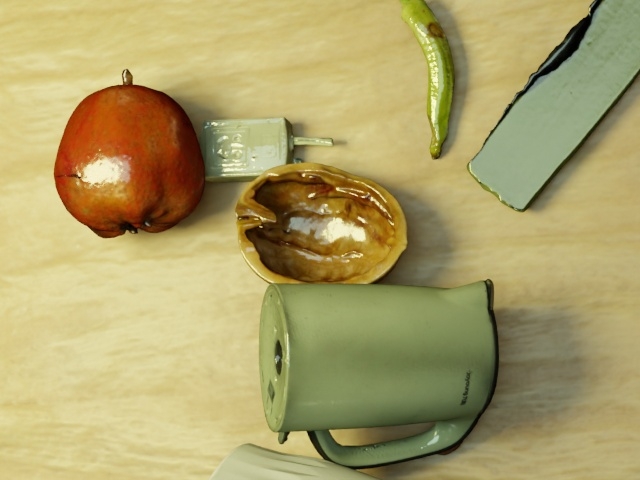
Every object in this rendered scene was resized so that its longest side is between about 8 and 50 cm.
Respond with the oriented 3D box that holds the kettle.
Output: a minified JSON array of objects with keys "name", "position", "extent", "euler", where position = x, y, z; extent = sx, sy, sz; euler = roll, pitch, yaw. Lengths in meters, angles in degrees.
[{"name":"kettle","position":[0.064,0.152,1.705],"extent":[0.255,0.165,0.240],"euler":[-1,116,-15]}]

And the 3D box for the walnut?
[{"name":"walnut","position":[0.002,0.001,1.793],"extent":[0.211,0.087,0.167],"euler":[15,65,12]}]

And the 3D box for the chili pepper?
[{"name":"chili pepper","position":[0.136,-0.204,1.819],"extent":[0.049,0.043,0.208],"euler":[-11,80,-2]}]

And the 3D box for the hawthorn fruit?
[{"name":"hawthorn fruit","position":[-0.228,-0.107,1.816],"extent":[0.185,0.185,0.202],"euler":[-2,80,12]}]

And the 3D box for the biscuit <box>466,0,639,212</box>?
[{"name":"biscuit","position":[0.301,-0.180,1.781],"extent":[0.099,0.038,0.322],"euler":[39,91,11]}]

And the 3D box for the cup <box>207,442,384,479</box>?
[{"name":"cup","position":[0.043,0.380,1.651],"extent":[0.371,0.253,0.253],"euler":[22,87,17]}]

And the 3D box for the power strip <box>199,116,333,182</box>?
[{"name":"power strip","position":[-0.069,-0.112,1.850],"extent":[0.175,0.042,0.075],"euler":[-3,80,12]}]
